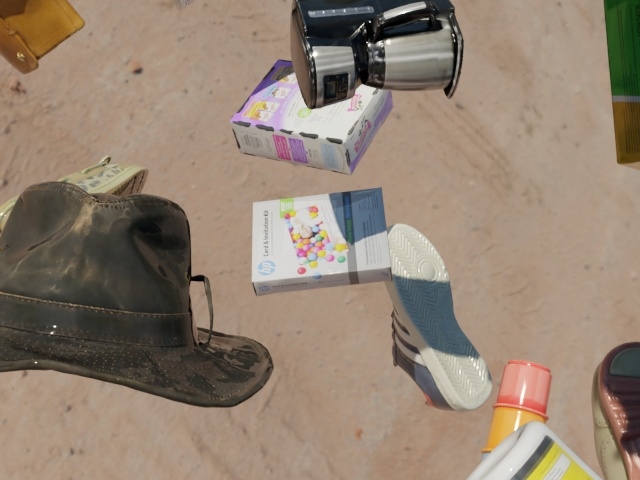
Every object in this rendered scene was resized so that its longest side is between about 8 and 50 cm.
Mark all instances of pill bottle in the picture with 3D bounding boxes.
[{"bbox_3d":[0.196,0.233,0.648,0.184,0.103,0.103,44,45,11],"label":"pill bottle"}]

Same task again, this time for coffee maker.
[{"bbox_3d":[0.056,-0.229,0.993,0.178,0.120,0.171,-6,31,-8],"label":"coffee maker"}]

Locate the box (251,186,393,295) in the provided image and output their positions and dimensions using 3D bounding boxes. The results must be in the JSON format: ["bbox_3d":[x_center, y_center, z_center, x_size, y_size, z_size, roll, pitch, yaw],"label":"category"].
[{"bbox_3d":[0.000,0.000,1.186,0.038,0.186,0.145,77,8,-50],"label":"box"}]

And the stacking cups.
[{"bbox_3d":[0.234,0.312,1.108,0.096,0.096,0.316,29,65,-30],"label":"stacking cups"}]

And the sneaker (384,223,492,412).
[{"bbox_3d":[0.166,0.145,1.524,0.131,0.148,0.350,-20,88,-33],"label":"sneaker"}]

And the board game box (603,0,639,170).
[{"bbox_3d":[0.431,-0.194,1.028,0.317,0.064,0.242,4,81,-51],"label":"board game box"}]

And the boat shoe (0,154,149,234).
[{"bbox_3d":[-0.292,-0.050,1.059,0.089,0.104,0.285,25,16,2],"label":"boat shoe"}]

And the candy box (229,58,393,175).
[{"bbox_3d":[-0.010,-0.192,1.312,0.164,0.196,0.070,-58,149,-34],"label":"candy box"}]

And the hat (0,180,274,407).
[{"bbox_3d":[-0.173,0.023,0.680,0.331,0.331,0.133,11,92,-38],"label":"hat"}]

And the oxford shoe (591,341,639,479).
[{"bbox_3d":[0.461,0.345,1.176,0.141,0.146,0.396,-4,70,0],"label":"oxford shoe"}]

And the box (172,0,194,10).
[{"bbox_3d":[-0.134,-0.501,1.168,0.322,0.058,0.232,-38,95,-8],"label":"box"}]

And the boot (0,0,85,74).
[{"bbox_3d":[-0.461,-0.301,1.122,0.211,0.295,0.104,56,41,-30],"label":"boot"}]
